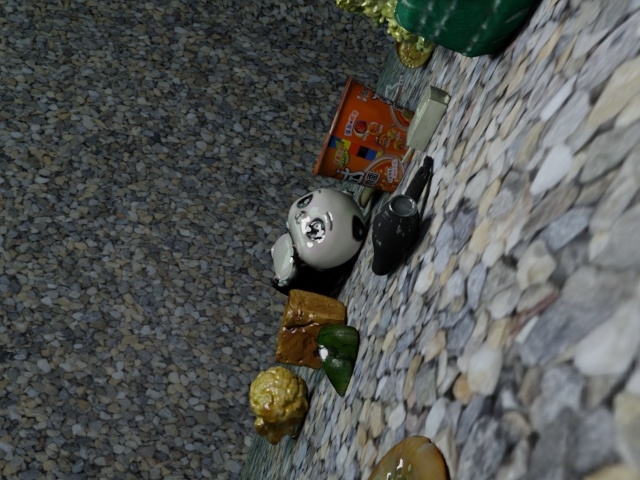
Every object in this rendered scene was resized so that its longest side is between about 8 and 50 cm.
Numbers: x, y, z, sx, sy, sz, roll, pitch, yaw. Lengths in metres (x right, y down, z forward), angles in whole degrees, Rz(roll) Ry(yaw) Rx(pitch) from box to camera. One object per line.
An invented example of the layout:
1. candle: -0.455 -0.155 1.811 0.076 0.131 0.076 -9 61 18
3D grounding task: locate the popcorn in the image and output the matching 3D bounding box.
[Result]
1. popcorn: -0.104 0.406 1.313 0.180 0.170 0.180 -32 -35 -26

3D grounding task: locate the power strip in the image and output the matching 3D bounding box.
1. power strip: 0.200 -0.223 1.052 0.075 0.042 0.175 -76 7 -52

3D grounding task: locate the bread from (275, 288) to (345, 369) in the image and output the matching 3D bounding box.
1. bread: -0.025 0.208 1.268 0.158 0.143 0.148 -78 2 -69

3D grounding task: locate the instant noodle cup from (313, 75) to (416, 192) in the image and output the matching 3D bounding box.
1. instant noodle cup: 0.114 -0.235 1.254 0.250 0.192 0.250 -159 90 -86

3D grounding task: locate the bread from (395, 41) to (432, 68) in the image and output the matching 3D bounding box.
1. bread: 0.269 -0.565 1.505 0.172 0.103 0.131 -82 9 -64

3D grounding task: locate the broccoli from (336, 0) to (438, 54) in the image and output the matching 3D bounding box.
1. broccoli: 0.170 -0.582 1.089 0.293 0.348 0.281 -61 1 23

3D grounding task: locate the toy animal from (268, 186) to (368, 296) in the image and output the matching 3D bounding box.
1. toy animal: 0.000 0.000 1.490 0.310 0.251 0.250 -52 13 35

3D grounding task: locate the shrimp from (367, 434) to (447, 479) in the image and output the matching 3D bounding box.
1. shrimp: 0.065 0.251 0.427 0.133 0.053 0.236 -47 7 20

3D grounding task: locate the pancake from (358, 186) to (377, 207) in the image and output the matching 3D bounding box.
1. pancake: 0.172 -0.216 1.489 0.282 0.049 0.282 -156 90 -86

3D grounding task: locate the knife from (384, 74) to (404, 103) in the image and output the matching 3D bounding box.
1. knife: 0.163 -0.315 1.456 0.277 0.053 0.123 -65 9 -5

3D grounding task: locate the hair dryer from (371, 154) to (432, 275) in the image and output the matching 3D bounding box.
1. hair dryer: 0.149 -0.059 0.902 0.219 0.075 0.195 -60 -11 -29

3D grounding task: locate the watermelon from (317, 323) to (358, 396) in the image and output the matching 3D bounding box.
1. watermelon: 0.025 0.207 1.016 0.181 0.075 0.091 -82 9 -69

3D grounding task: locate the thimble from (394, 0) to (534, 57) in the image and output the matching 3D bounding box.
1. thimble: 0.222 -0.406 0.724 0.288 0.168 0.254 117 173 -70
